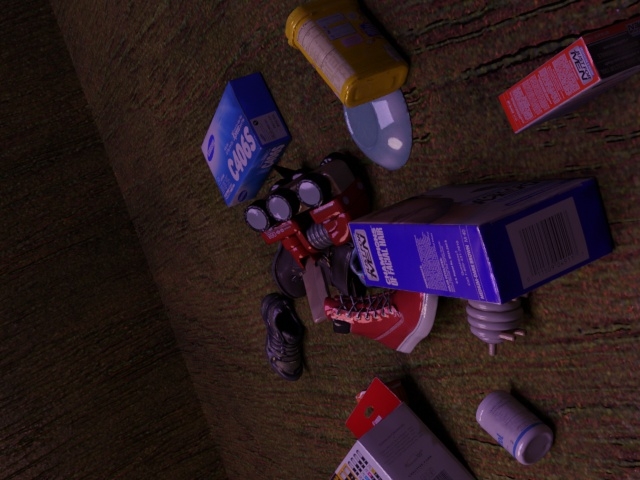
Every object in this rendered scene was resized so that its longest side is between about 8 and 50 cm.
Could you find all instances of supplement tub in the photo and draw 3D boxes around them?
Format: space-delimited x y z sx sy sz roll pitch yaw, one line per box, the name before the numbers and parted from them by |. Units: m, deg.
supplement tub | 0.299 0.288 1.415 0.107 0.071 0.071 40 144 49

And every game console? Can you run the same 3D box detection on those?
game console | -0.039 -0.092 1.835 0.122 0.071 0.107 45 147 45

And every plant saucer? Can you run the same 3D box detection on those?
plant saucer | 0.081 -0.203 1.515 0.195 0.037 0.195 48 150 39

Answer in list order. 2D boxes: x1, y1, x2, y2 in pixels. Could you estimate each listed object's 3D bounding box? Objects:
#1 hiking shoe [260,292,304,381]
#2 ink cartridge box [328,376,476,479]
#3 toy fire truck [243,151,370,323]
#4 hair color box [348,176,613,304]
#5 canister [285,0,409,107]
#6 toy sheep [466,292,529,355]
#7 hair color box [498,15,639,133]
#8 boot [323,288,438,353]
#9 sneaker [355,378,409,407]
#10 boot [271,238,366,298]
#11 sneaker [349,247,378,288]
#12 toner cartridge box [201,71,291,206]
hiking shoe | -0.085 0.243 2.214 0.114 0.086 0.227 17 124 66
ink cartridge box | 0.125 0.450 1.802 0.272 0.130 0.309 47 152 16
toy fire truck | 0.000 0.000 1.679 0.217 0.158 0.246 -23 105 40
hair color box | 0.199 -0.006 1.233 0.338 0.185 0.110 0 109 65
canister | 0.041 -0.292 1.412 0.170 0.126 0.073 54 153 26
toy sheep | 0.255 0.106 1.337 0.091 0.091 0.132 20 109 61
hair color box | 0.282 -0.180 1.013 0.053 0.093 0.167 67 157 3
boot | 0.099 0.110 1.563 0.244 0.176 0.088 112 173 -59
sneaker | 0.120 0.324 1.854 0.068 0.064 0.175 70 158 6
boot | 0.004 0.064 1.843 0.229 0.091 0.263 36 144 36
sneaker | 0.095 0.020 1.565 0.104 0.125 0.262 63 157 14
toner cartridge box | -0.171 -0.213 2.021 0.165 0.075 0.348 65 157 11
